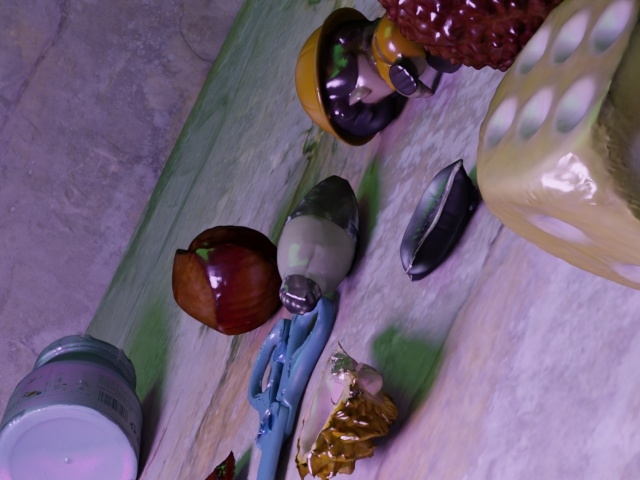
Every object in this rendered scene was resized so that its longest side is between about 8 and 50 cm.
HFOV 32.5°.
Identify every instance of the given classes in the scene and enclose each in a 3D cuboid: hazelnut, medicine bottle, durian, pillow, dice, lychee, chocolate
[{"bbox_3d":[-0.136,0.049,1.599,0.160,0.170,0.201,-58,27,9],"label":"hazelnut"},{"bbox_3d":[-0.430,0.318,1.925,0.245,0.245,0.290,-57,16,16],"label":"medicine bottle"},{"bbox_3d":[0.032,0.166,1.105,0.224,0.078,0.140,-79,10,-72],"label":"durian"},{"bbox_3d":[0.121,-0.020,1.158,0.135,0.055,0.091,-61,14,-4],"label":"pillow"},{"bbox_3d":[0.219,-0.066,0.744,0.166,0.169,0.169,-64,17,-10],"label":"dice"},{"bbox_3d":[0.181,-0.306,1.138,0.264,0.300,0.264,-5,82,36],"label":"lychee"},{"bbox_3d":[-0.149,0.349,1.415,0.182,0.028,0.086,-52,26,31],"label":"chocolate"}]

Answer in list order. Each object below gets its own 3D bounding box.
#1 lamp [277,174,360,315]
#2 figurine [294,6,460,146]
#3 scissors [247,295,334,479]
[{"bbox_3d":[0.000,0.000,1.410,0.101,0.101,0.250,-47,14,41],"label":"lamp"},{"bbox_3d":[0.068,-0.240,1.483,0.257,0.167,0.192,-32,20,55],"label":"figurine"},{"bbox_3d":[-0.057,0.221,1.339,0.180,0.032,0.393,-47,22,41],"label":"scissors"}]
